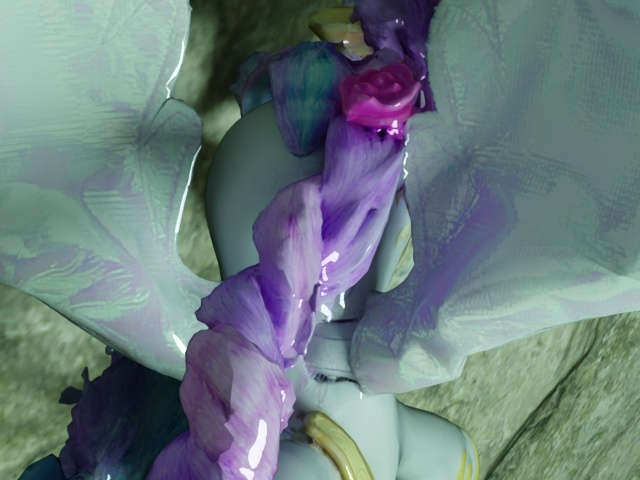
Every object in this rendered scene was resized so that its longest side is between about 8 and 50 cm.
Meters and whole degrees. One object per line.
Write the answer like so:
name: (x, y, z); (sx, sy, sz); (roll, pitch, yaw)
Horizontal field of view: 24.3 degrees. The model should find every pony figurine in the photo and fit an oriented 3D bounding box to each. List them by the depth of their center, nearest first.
pony figurine: (0.000, 0.000, 0.493); (0.363, 0.302, 0.351); (-40, 133, -79)
